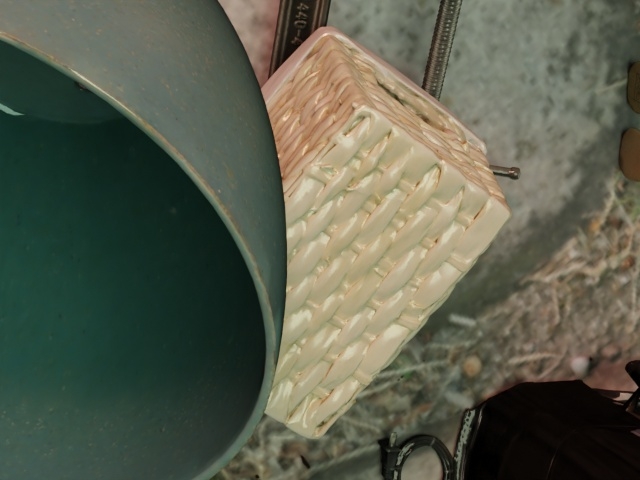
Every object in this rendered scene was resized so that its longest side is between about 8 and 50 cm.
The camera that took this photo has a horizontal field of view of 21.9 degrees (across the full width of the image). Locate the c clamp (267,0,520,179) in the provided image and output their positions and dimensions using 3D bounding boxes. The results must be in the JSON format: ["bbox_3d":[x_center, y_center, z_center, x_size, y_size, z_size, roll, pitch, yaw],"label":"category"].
[{"bbox_3d":[0.042,-0.100,0.837,0.137,0.022,0.160,1,129,-4],"label":"c clamp"}]

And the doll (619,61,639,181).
[{"bbox_3d":[0.265,-0.071,0.929,0.189,0.046,0.129,-1,103,-18],"label":"doll"}]

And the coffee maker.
[{"bbox_3d":[0.146,0.152,0.870,0.171,0.178,0.120,-18,106,-14],"label":"coffee maker"}]

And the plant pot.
[{"bbox_3d":[-0.141,-0.045,0.695,0.290,0.195,0.290,8,135,8],"label":"plant pot"}]

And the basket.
[{"bbox_3d":[0.000,0.000,0.808,0.113,0.103,0.167,34,105,-24],"label":"basket"}]
